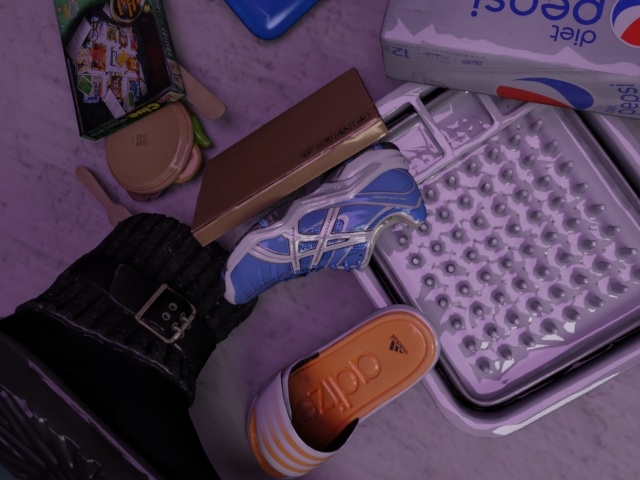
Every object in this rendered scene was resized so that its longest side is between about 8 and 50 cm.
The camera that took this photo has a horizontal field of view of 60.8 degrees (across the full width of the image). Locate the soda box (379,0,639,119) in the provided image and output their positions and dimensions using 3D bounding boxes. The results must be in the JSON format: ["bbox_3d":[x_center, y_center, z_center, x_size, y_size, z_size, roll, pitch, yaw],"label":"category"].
[{"bbox_3d":[0.200,-0.174,0.460,0.286,0.091,0.098,13,87,11],"label":"soda box"}]

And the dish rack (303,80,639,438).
[{"bbox_3d":[0.173,-0.012,0.537,0.285,0.072,0.333,-33,80,7],"label":"dish rack"}]

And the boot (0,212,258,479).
[{"bbox_3d":[-0.129,0.143,0.512,0.348,0.260,0.131,48,124,-3],"label":"boot"}]

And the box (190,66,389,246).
[{"bbox_3d":[-0.036,-0.091,0.545,0.201,0.164,0.021,-30,120,13],"label":"box"}]

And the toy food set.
[{"bbox_3d":[-0.195,-0.110,0.642,0.192,0.038,0.132,-47,70,10],"label":"toy food set"}]

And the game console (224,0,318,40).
[{"bbox_3d":[-0.044,-0.422,0.634,0.293,0.173,0.250,-40,110,7],"label":"game console"}]

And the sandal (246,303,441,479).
[{"bbox_3d":[-0.003,0.153,0.525,0.102,0.076,0.265,51,118,14],"label":"sandal"}]

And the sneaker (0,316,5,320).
[{"bbox_3d":[-0.350,0.141,0.567,0.094,0.258,0.091,-17,97,-21],"label":"sneaker"}]

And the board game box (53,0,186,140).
[{"bbox_3d":[-0.248,-0.260,0.644,0.136,0.030,0.259,-20,77,20],"label":"board game box"}]

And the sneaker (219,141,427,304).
[{"bbox_3d":[0.000,0.000,0.496,0.211,0.080,0.081,-36,79,8],"label":"sneaker"}]

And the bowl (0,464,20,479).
[{"bbox_3d":[-0.271,0.356,0.512,0.163,0.311,0.311,20,90,-6],"label":"bowl"}]
